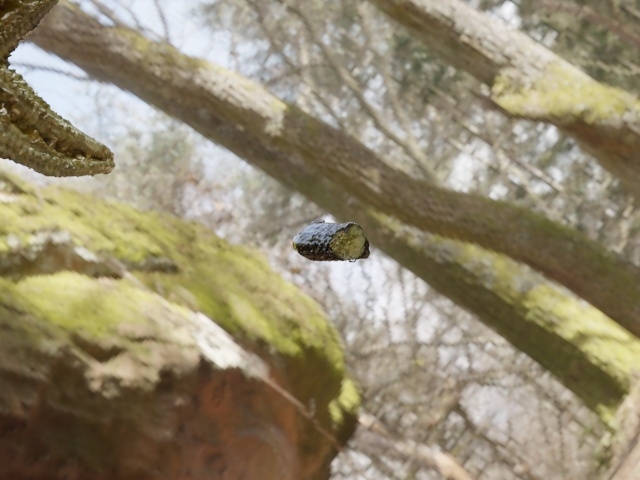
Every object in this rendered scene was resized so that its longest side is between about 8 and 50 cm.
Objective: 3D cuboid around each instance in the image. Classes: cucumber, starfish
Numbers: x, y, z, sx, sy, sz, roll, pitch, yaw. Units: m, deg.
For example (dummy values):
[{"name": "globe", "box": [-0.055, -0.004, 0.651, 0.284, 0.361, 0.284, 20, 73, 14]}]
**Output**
[{"name": "cucumber", "box": [0.000, 0.000, 1.057, 0.163, 0.043, 0.039, -174, 93, -70]}, {"name": "starfish", "box": [-0.133, -0.063, 0.477, 0.176, 0.053, 0.208, 46, -123, -53]}]
